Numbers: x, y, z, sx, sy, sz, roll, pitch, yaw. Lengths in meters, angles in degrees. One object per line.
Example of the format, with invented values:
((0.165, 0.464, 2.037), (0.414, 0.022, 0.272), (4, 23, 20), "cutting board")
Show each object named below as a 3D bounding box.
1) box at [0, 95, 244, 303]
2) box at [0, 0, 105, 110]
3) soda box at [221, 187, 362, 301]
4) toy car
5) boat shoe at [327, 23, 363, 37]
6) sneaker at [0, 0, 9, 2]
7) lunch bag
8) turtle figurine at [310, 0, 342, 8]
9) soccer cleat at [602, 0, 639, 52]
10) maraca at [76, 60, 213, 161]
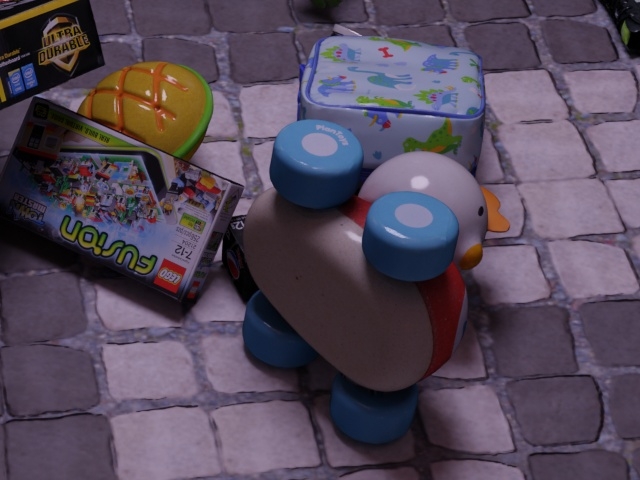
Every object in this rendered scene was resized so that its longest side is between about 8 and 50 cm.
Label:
((-0.180, -0.036, 1.735), (0.207, 0.114, 0.036), (23, 3, 18), "box")
((-0.385, -0.134, 1.693), (0.322, 0.079, 0.257), (-4, 16, 35), "box")
((0.000, 0.000, 1.756), (0.169, 0.053, 0.060), (-13, 47, -20), "soda box")
((0.079, 0.004, 1.645), (0.238, 0.219, 0.210), (-27, 52, -36), "toy car")
((0.060, -0.173, 1.964), (0.125, 0.038, 0.046), (28, 4, 14), "boat shoe")
((-0.318, -0.249, 1.956), (0.135, 0.097, 0.276), (14, 41, 8), "sneaker")
((0.063, -0.121, 1.832), (0.176, 0.090, 0.219), (6, 23, 1), "lunch bag")
((0.031, -0.353, 2.111), (0.198, 0.274, 0.266), (35, 67, -2), "turtle figurine")
((0.329, -0.235, 2.051), (0.072, 0.060, 0.179), (-25, 54, -28), "soccer cleat")
((-0.182, -0.094, 1.810), (0.186, 0.099, 0.127), (-36, 48, -5), "maraca")
